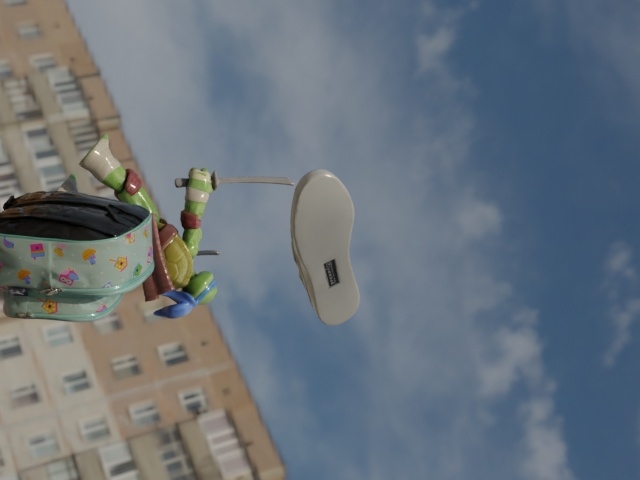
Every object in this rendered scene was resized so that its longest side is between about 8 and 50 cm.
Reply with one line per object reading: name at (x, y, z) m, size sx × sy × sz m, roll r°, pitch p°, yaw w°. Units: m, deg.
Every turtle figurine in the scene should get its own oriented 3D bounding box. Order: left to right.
turtle figurine at (-0.237, -0.038, 1.820) m, size 0.266 × 0.275 × 0.198 m, roll 40°, pitch -27°, yaw -11°

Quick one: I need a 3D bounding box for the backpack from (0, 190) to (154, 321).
backpack at (-0.291, 0.017, 1.485) m, size 0.166 × 0.188 × 0.144 m, roll -52°, pitch 137°, yaw -69°

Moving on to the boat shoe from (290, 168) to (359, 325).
boat shoe at (0.000, 0.000, 1.814) m, size 0.088 × 0.096 × 0.267 m, roll 51°, pitch -19°, yaw 48°
